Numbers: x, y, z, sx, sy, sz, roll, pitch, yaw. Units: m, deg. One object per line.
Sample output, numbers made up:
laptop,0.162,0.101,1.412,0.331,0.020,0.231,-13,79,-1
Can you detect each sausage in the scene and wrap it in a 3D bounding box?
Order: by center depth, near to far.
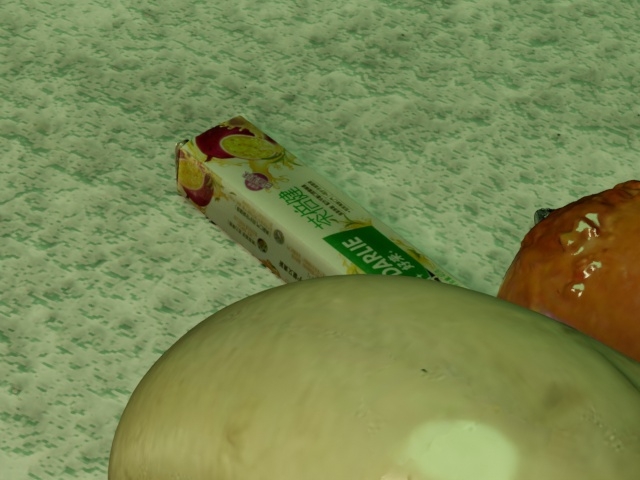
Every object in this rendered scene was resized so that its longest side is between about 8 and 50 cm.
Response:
sausage,0.209,0.077,0.836,0.268,0.153,0.141,33,52,26

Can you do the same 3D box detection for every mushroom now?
mushroom,0.036,0.169,0.691,0.292,0.292,0.290,14,74,11

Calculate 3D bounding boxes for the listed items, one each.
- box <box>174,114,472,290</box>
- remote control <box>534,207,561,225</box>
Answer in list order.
box,0.000,0.000,0.983,0.050,0.041,0.207,-29,53,-33
remote control,0.149,0.016,0.995,0.039,0.014,0.096,-2,43,-6
